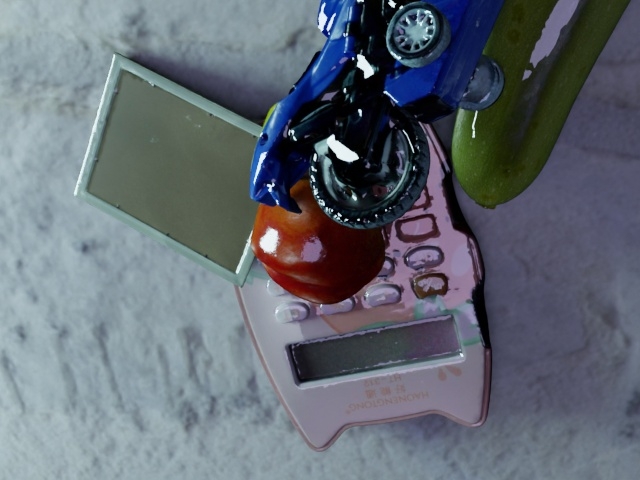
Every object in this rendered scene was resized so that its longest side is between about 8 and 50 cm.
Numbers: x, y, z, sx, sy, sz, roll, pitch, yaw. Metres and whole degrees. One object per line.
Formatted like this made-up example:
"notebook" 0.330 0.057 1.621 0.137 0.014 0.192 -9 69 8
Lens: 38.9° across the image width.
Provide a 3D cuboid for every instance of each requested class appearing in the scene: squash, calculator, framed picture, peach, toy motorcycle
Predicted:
"squash" 0.180 -0.176 0.675 0.094 0.094 0.341 23 116 -1
"calculator" 0.032 0.025 0.801 0.220 0.048 0.330 -11 107 14
"framed picture" -0.120 -0.060 0.781 0.183 0.011 0.142 28 114 12
"peach" 0.001 0.000 0.725 0.100 0.101 0.101 3 112 7
"toy motorcycle" 0.045 -0.159 0.655 0.169 0.113 0.315 25 94 32
